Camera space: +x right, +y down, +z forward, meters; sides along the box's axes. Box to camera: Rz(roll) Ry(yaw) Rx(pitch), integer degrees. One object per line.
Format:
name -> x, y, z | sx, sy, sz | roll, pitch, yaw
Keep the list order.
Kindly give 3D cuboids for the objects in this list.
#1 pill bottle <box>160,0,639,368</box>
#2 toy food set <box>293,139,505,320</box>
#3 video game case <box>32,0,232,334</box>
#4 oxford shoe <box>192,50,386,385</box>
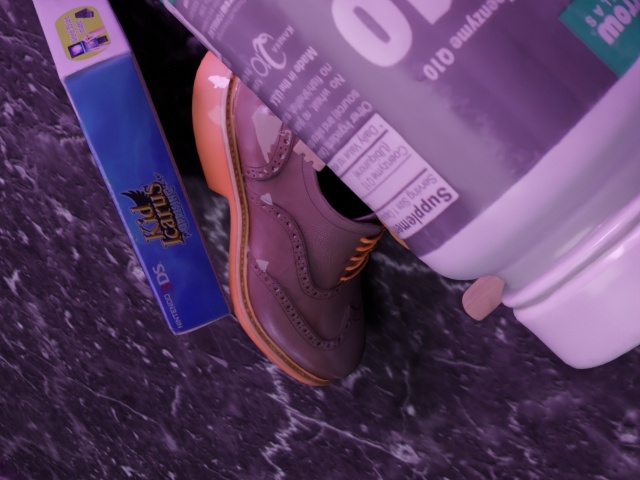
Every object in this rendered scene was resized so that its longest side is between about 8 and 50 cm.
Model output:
pill bottle -> 0.083, -0.108, 0.693 | 0.361, 0.204, 0.204 | 44, 148, -2
toy food set -> 0.086, -0.043, 0.849 | 0.192, 0.038, 0.132 | 43, 131, -1
video game case -> -0.170, -0.092, 1.003 | 0.244, 0.061, 0.269 | -120, 11, -51
oxford shoe -> 0.000, 0.000, 0.983 | 0.132, 0.130, 0.364 | 11, 138, 28
